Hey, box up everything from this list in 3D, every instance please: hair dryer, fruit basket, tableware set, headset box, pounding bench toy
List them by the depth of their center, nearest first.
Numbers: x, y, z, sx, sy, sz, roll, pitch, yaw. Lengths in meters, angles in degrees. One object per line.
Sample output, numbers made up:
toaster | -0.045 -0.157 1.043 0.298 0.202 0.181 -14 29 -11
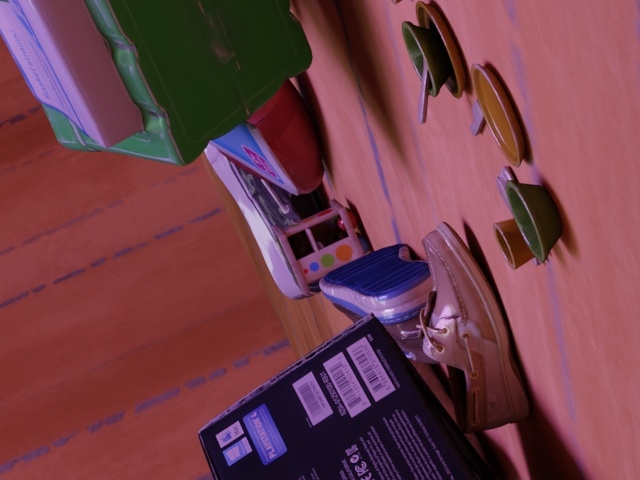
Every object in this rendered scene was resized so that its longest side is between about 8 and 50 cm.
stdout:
tableware set | 0.063 -0.056 0.848 0.104 0.024 0.154 98 148 -81
headset box | 0.081 0.228 1.116 0.283 0.131 0.246 53 -175 -40
fruit basket | -0.180 -0.190 1.156 0.353 0.165 0.327 25 151 38
hair dryer | -0.057 -0.158 1.535 0.223 0.080 0.293 -73 -33 -59
pounding bench toy | 0.000 0.000 1.567 0.083 0.065 0.052 -134 20 -77

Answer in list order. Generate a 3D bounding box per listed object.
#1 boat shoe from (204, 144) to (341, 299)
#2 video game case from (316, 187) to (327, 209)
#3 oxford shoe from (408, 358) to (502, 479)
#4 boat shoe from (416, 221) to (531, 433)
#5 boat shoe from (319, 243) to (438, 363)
boat shoe | -0.038 -0.056 1.718 0.219 0.070 0.078 62 -151 -9
video game case | -0.007 -0.033 1.816 0.122 0.011 0.087 -131 19 -75
oxford shoe | 0.049 0.143 1.418 0.348 0.123 0.130 169 83 -84
boat shoe | 0.078 0.053 1.070 0.050 0.045 0.135 -124 11 -62
boat shoe | 0.046 0.048 1.290 0.183 0.066 0.066 -140 25 -79
